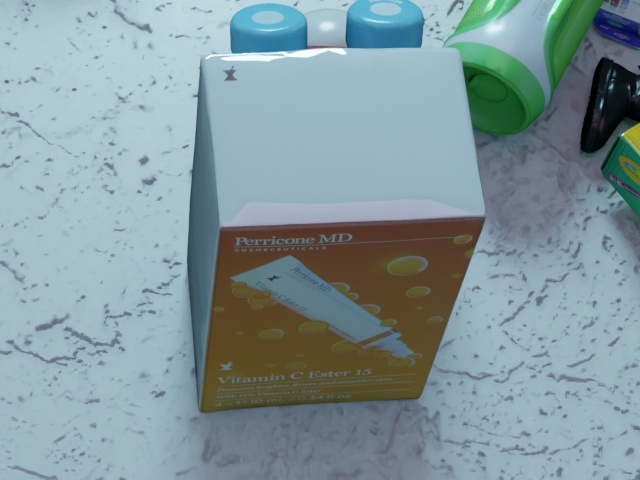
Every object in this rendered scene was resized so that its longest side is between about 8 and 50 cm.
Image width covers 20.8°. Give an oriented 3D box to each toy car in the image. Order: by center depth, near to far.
[{"bbox_3d":[-0.010,-0.159,1.724,0.210,0.219,0.238,-5,32,-9],"label":"toy car"}]

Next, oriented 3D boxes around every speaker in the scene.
[{"bbox_3d":[0.229,-0.252,1.811,0.131,0.131,0.296,27,63,9],"label":"speaker"}]

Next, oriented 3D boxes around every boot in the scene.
[{"bbox_3d":[0.327,-0.131,1.809,0.099,0.045,0.121,18,61,-3],"label":"boot"}]

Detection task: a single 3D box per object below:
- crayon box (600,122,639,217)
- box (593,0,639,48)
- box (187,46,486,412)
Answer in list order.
[{"bbox_3d":[0.430,-0.023,1.712,0.165,0.081,0.278,-31,72,-20],"label":"crayon box"},{"bbox_3d":[0.347,-0.271,1.899,0.081,0.028,0.136,22,58,5],"label":"box"},{"bbox_3d":[0.000,0.000,1.516,0.215,0.345,0.168,-3,60,-8],"label":"box"}]
